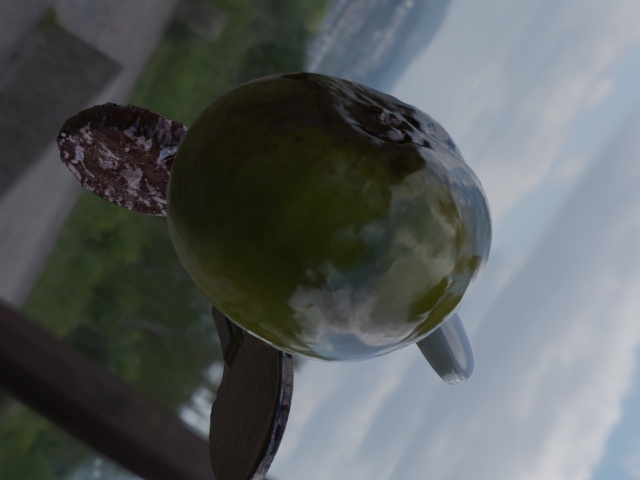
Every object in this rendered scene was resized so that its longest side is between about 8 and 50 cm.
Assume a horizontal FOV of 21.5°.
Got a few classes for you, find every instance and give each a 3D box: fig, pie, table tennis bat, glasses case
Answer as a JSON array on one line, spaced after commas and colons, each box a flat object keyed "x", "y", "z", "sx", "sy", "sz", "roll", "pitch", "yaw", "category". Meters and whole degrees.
[{"x": 0.005, "y": -0.010, "z": 0.711, "sx": 0.121, "sy": 0.136, "sz": 0.153, "roll": -56, "pitch": 165, "yaw": -5, "category": "fig"}, {"x": -0.153, "y": -0.068, "z": 1.439, "sx": 0.154, "sy": 0.154, "sz": 0.036, "roll": 126, "pitch": -15, "yaw": -63, "category": "pie"}, {"x": -0.058, "y": 0.102, "z": 1.260, "sx": 0.220, "sy": 0.019, "sz": 0.130, "roll": -110, "pitch": -139, "yaw": -59, "category": "table tennis bat"}, {"x": 0.104, "y": 0.067, "z": 1.662, "sx": 0.041, "sy": 0.164, "sz": 0.063, "roll": -26, "pitch": -170, "yaw": 25, "category": "glasses case"}]
